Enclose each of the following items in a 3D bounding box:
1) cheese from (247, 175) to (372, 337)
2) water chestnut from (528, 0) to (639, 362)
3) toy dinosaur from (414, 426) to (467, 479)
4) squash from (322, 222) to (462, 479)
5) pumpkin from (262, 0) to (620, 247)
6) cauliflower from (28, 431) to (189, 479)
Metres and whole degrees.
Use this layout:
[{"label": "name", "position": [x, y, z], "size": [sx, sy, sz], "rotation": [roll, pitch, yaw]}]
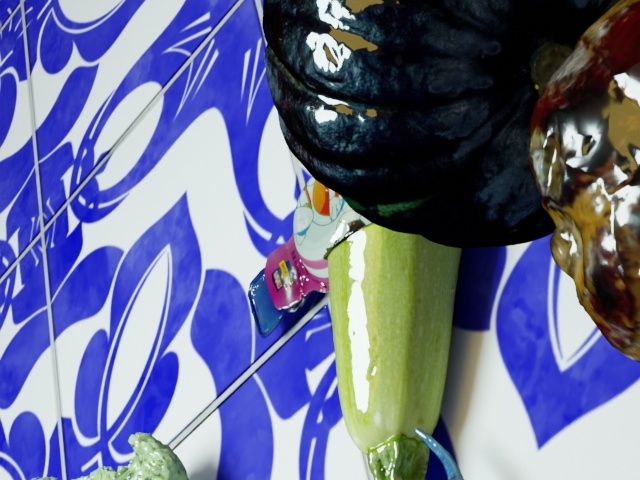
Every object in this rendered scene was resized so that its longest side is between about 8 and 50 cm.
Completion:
[{"label": "cheese", "position": [0.000, 0.000, 1.579], "size": [0.244, 0.062, 0.155], "rotation": [-46, 42, 30]}, {"label": "water chestnut", "position": [0.286, -0.046, 1.051], "size": [0.289, 0.244, 0.289], "rotation": [-3, 86, 43]}, {"label": "toy dinosaur", "position": [0.140, 0.285, 1.223], "size": [0.144, 0.076, 0.329], "rotation": [-35, 56, 49]}, {"label": "squash", "position": [0.053, 0.104, 1.402], "size": [0.137, 0.137, 0.288], "rotation": [-10, 69, 52]}, {"label": "pumpkin", "position": [0.131, -0.173, 1.231], "size": [0.363, 0.363, 0.266], "rotation": [-57, 29, 16]}, {"label": "cauliflower", "position": [-0.251, 0.325, 1.583], "size": [0.275, 0.250, 0.272], "rotation": [-45, 38, 37]}]
